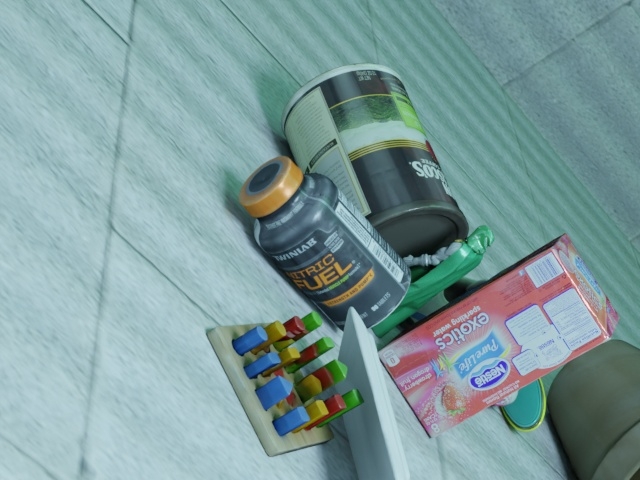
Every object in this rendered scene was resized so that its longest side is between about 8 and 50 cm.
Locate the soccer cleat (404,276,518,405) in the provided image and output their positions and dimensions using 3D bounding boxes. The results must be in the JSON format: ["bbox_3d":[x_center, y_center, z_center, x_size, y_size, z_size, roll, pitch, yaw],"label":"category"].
[{"bbox_3d":[0.241,0.142,2.265,0.331,0.143,0.116,43,24,-34],"label":"soccer cleat"}]

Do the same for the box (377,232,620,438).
[{"bbox_3d":[0.255,0.135,2.073,0.154,0.300,0.142,57,20,2],"label":"box"}]

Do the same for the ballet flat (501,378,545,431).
[{"bbox_3d":[0.325,0.230,2.440,0.077,0.077,0.231,59,9,-52],"label":"ballet flat"}]

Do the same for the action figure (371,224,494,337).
[{"bbox_3d":[0.148,0.050,2.053,0.137,0.232,0.063,17,43,-62],"label":"action figure"}]

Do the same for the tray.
[{"bbox_3d":[0.063,0.223,1.758,0.145,0.030,0.270,99,-17,-46],"label":"tray"}]

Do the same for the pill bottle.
[{"bbox_3d":[0.000,0.000,1.936,0.245,0.130,0.130,47,22,-26],"label":"pill bottle"}]

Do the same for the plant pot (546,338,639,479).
[{"bbox_3d":[0.542,0.328,2.517,0.323,0.323,0.280,34,13,-47],"label":"plant pot"}]

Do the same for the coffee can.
[{"bbox_3d":[0.075,-0.094,2.151,0.201,0.202,0.275,29,33,-52],"label":"coffee can"}]

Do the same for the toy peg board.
[{"bbox_3d":[-0.032,0.155,1.701,0.161,0.079,0.161,61,20,13],"label":"toy peg board"}]
